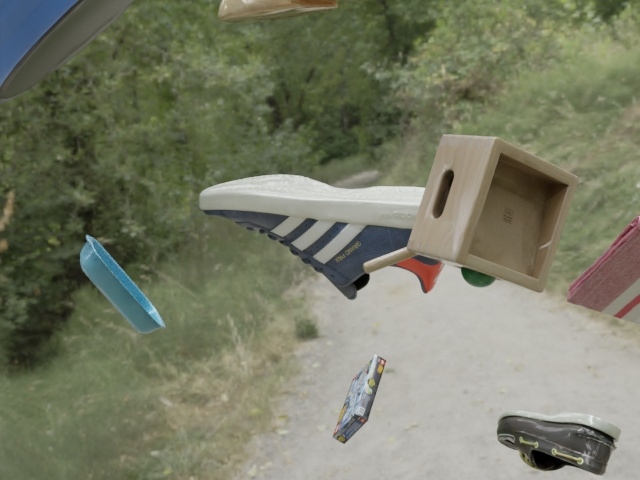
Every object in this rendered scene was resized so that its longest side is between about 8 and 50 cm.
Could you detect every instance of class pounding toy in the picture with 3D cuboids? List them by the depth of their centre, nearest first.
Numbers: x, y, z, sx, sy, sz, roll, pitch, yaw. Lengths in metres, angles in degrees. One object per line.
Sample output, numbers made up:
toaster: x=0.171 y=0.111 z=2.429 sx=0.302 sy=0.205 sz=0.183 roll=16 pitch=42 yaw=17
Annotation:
pounding toy: x=0.134 y=-0.014 z=0.726 sx=0.130 sy=0.141 sz=0.100 roll=19 pitch=-1 yaw=-31

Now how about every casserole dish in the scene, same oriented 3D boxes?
casserole dish: x=-0.309 y=0.074 z=1.233 sx=0.037 sy=0.188 sz=0.114 roll=-39 pitch=23 yaw=-5

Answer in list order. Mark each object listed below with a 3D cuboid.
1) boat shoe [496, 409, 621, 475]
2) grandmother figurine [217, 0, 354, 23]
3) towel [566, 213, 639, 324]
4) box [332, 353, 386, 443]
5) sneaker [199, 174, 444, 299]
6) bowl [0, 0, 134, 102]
boat shoe: x=0.304 y=0.274 z=1.084 sx=0.081 sy=0.069 sz=0.227 roll=28 pitch=-20 yaw=-13
grandmother figurine: x=-0.028 y=-0.279 z=0.359 sx=0.207 sy=0.343 sz=0.104 roll=-5 pitch=12 yaw=15
towel: x=0.559 y=0.073 z=1.166 sx=0.328 sy=0.037 sz=0.237 roll=18 pitch=-31 yaw=-2
box: x=0.069 y=0.277 z=1.407 sx=0.094 sy=0.027 sz=0.137 roll=-55 pitch=7 yaw=44
sneaker: x=0.000 y=0.000 z=1.081 sx=0.349 sy=0.148 sz=0.131 roll=7 pitch=19 yaw=17
bowl: x=-0.319 y=-0.328 z=1.066 sx=0.391 sy=0.077 sz=0.391 roll=-39 pitch=15 yaw=12
